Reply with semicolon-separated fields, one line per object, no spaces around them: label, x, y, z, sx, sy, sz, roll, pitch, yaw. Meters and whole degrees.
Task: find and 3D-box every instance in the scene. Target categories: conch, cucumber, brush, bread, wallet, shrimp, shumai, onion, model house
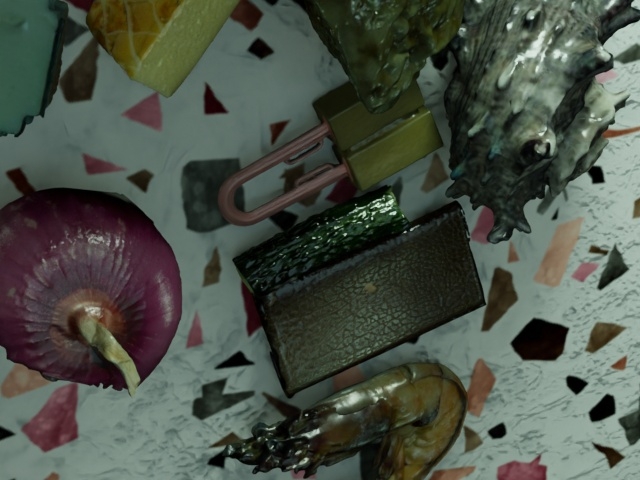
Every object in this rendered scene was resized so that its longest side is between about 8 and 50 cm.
conch;0.230;-0.143;1.964;0.240;0.186;0.313;13;91;-58
cucumber;0.000;-0.001;1.988;0.187;0.058;0.058;-25;122;-14
brush;0.003;-0.084;1.952;0.233;0.047;0.103;-30;123;-9
bread;-0.128;-0.237;1.768;0.068;0.125;0.188;30;100;-41
wallet;0.053;0.060;2.054;0.243;0.039;0.133;-24;116;-13
shrimp;0.032;0.231;2.116;0.289;0.075;0.178;-22;125;-30
shumai;0.078;-0.262;1.817;0.218;0.189;0.256;-30;129;-8
onion;-0.231;0.039;1.834;0.207;0.200;0.201;15;110;3
model house;-0.281;-0.169;1.744;0.119;0.149;0.148;13;97;2
